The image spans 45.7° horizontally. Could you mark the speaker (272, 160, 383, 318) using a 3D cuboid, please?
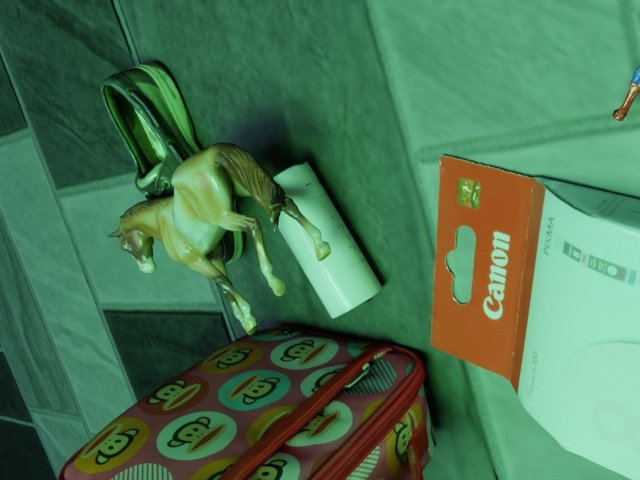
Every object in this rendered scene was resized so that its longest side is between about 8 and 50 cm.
[{"bbox_3d":[0.000,0.000,0.677,0.055,0.055,0.136,-32,88,47],"label":"speaker"}]

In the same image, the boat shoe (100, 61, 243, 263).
[{"bbox_3d":[-0.155,-0.069,0.770,0.080,0.073,0.223,-18,98,46],"label":"boat shoe"}]

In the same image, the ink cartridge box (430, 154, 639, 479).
[{"bbox_3d":[0.171,0.055,0.549,0.232,0.066,0.189,17,122,31],"label":"ink cartridge box"}]

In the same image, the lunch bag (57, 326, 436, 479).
[{"bbox_3d":[-0.038,0.189,0.639,0.258,0.293,0.120,6,116,37],"label":"lunch bag"}]

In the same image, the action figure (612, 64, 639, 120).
[{"bbox_3d":[0.209,-0.121,0.441,0.038,0.030,0.115,30,124,21],"label":"action figure"}]

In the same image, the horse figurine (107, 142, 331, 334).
[{"bbox_3d":[-0.092,-0.011,0.678,0.174,0.066,0.263,50,144,6],"label":"horse figurine"}]
